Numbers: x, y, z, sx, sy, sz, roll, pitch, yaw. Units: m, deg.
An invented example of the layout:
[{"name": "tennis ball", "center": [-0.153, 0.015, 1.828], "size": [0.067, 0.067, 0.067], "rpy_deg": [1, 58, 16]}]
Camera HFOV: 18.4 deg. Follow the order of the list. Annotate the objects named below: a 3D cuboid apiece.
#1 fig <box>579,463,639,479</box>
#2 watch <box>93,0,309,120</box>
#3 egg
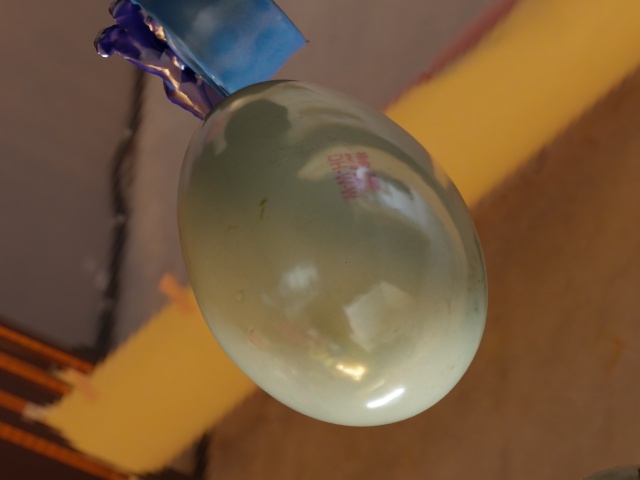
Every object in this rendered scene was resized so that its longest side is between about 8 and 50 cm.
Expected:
[{"name": "fig", "center": [0.300, 0.318, 1.966], "size": [0.203, 0.203, 0.225], "rpy_deg": [-57, -171, 15]}, {"name": "watch", "center": [-0.107, -0.209, 1.939], "size": [0.171, 0.196, 0.200], "rpy_deg": [-55, -158, 0]}, {"name": "egg", "center": [0.000, 0.000, 1.611], "size": [0.230, 0.230, 0.371], "rpy_deg": [-55, -141, 18]}]
